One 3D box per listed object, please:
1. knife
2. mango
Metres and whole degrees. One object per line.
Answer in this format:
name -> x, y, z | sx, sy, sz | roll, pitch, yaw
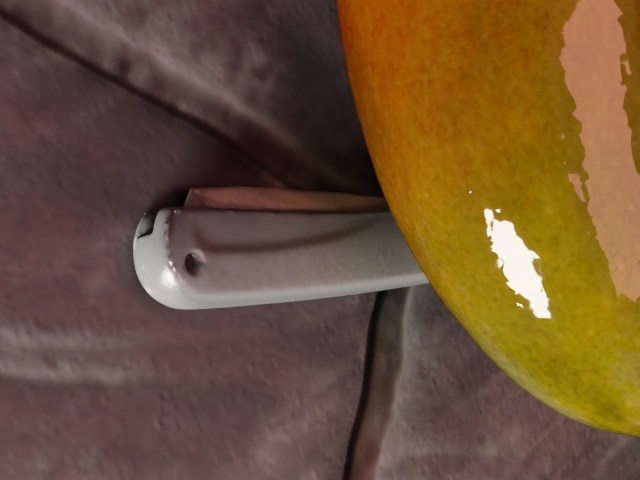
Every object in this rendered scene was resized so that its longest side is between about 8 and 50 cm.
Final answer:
knife -> 0.000, 0.000, 0.457 | 0.162, 0.023, 0.044 | -4, 79, -43
mango -> 0.079, -0.069, 0.450 | 0.146, 0.129, 0.289 | 4, 76, -45
